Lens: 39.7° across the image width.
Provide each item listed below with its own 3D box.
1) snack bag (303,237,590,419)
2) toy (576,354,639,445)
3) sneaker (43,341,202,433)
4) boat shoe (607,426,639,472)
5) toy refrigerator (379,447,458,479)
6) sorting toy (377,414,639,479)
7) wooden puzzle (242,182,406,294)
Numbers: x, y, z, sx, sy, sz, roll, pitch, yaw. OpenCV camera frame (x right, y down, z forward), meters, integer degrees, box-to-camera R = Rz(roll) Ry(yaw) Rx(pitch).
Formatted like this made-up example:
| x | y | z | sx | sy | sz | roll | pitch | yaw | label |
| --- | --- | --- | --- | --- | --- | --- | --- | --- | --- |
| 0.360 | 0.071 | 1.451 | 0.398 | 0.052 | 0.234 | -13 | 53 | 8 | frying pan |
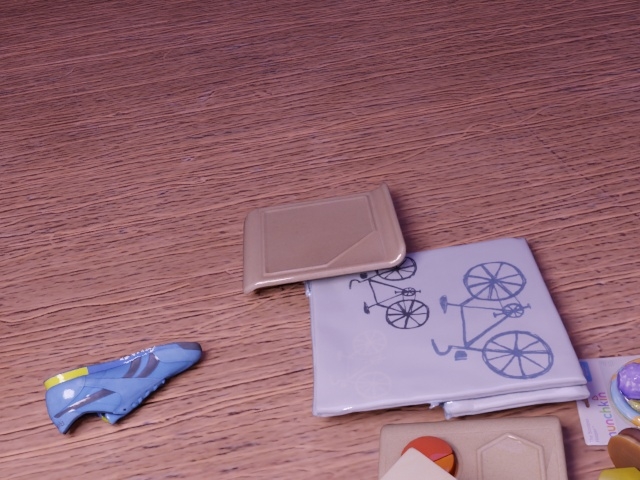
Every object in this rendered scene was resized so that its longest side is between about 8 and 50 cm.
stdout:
| x | y | z | sx | sy | sz | roll | pitch | yaw | label |
| --- | --- | --- | --- | --- | --- | --- | --- | --- | --- |
| 0.146 | 0.114 | 1.177 | 0.342 | 0.037 | 0.323 | -8 | 34 | 2 | snack bag |
| 0.431 | 0.173 | 1.073 | 0.237 | 0.056 | 0.137 | -2 | 38 | 4 | toy |
| -0.246 | 0.190 | 1.144 | 0.209 | 0.069 | 0.082 | -15 | 73 | -24 | sneaker |
| 0.408 | 0.272 | 0.949 | 0.073 | 0.073 | 0.207 | -28 | 51 | -27 | boat shoe |
| 0.044 | 0.343 | 0.857 | 0.269 | 0.094 | 0.102 | -42 | 48 | -21 | toy refrigerator |
| 0.211 | 0.275 | 0.960 | 0.307 | 0.041 | 0.229 | -6 | 39 | 12 | sorting toy |
| 0.000 | 0.000 | 1.325 | 0.238 | 0.044 | 0.221 | -13 | 30 | 3 | wooden puzzle |
